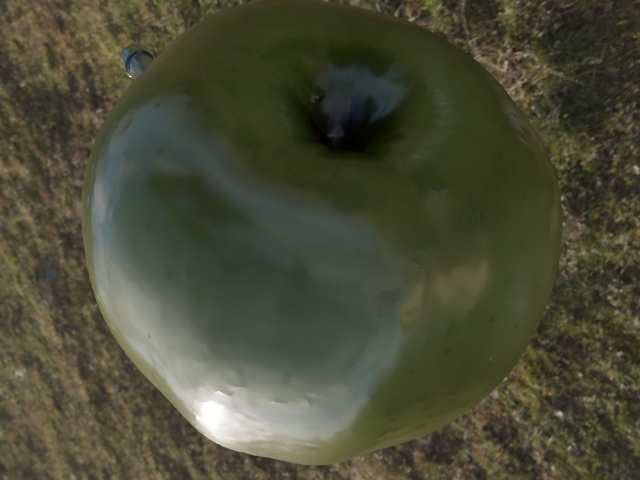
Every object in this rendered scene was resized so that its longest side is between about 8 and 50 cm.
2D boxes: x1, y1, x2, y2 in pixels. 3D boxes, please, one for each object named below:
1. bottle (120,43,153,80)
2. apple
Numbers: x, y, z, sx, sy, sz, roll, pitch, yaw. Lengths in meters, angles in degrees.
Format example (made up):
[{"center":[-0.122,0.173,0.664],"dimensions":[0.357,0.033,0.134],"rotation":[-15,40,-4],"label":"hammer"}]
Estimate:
[{"center":[-0.168,-0.158,0.863],"dimensions":[0.270,0.083,0.083],"rotation":[49,145,34],"label":"bottle"},{"center":[0.000,0.000,0.569],"dimensions":[0.357,0.357,0.357],"rotation":[27,135,31],"label":"apple"}]
